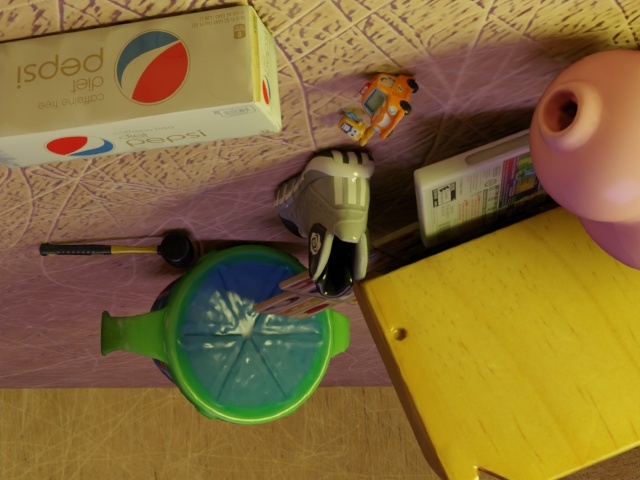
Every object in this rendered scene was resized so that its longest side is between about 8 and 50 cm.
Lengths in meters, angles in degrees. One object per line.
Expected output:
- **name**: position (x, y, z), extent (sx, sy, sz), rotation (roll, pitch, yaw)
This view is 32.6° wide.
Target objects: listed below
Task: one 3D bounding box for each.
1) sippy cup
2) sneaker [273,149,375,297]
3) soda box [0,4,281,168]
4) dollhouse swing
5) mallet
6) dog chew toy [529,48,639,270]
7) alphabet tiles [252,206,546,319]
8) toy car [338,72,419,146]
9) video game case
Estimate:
- **sippy cup**: position (-0.132, 0.126, 1.504), extent (0.305, 0.240, 0.224), rotation (39, 162, -18)
- **sneaker**: position (0.000, 0.000, 1.138), extent (0.086, 0.132, 0.228), rotation (1, 165, -10)
- **soda box**: position (-0.140, -0.106, 0.773), extent (0.216, 0.073, 0.069), rotation (-6, 167, 11)
- **dollhouse swing**: position (0.238, 0.104, 1.201), extent (0.347, 0.315, 0.305), rotation (-21, 161, -6)
- **mallet**: position (-0.249, 0.013, 1.360), extent (0.190, 0.039, 0.062), rotation (-1, 170, 8)
- **dog chew toy**: position (0.297, -0.054, 0.881), extent (0.332, 0.206, 0.207), rotation (16, 158, -37)
- **alphabet tiles**: position (0.099, 0.022, 1.307), extent (0.343, 0.011, 0.285), rotation (-24, 167, 14)
- **toy car**: position (0.036, -0.099, 0.904), extent (0.041, 0.060, 0.122), rotation (32, 150, -10)
- **video game case**: position (0.182, -0.059, 1.067), extent (0.184, 0.023, 0.201), rotation (-20, 162, 1)
